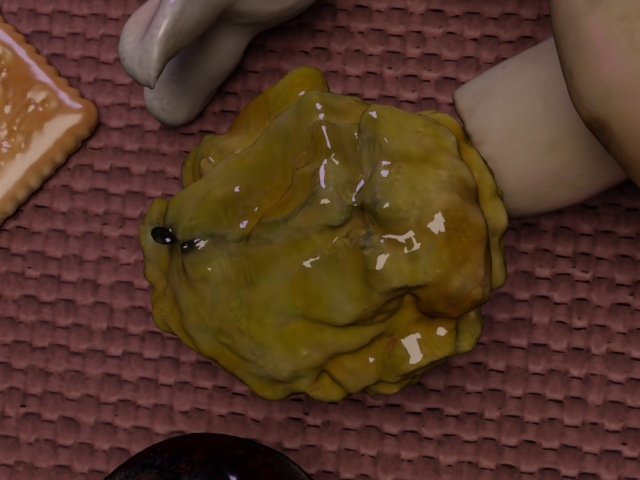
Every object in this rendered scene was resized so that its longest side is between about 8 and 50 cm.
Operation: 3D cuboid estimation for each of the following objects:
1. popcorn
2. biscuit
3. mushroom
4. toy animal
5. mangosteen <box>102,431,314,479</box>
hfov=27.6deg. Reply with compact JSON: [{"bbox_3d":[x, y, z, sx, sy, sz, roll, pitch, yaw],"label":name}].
[{"bbox_3d":[0.000,0.000,0.983,0.286,0.215,0.252,-21,77,22],"label":"popcorn"},{"bbox_3d":[-0.327,-0.134,1.147,0.160,0.030,0.249,-45,77,-3],"label":"biscuit"},{"bbox_3d":[0.263,-0.153,0.922,0.353,0.325,0.353,0,85,3],"label":"mushroom"},{"bbox_3d":[-0.019,-0.251,1.050,0.367,0.196,0.241,-40,78,-4],"label":"toy animal"},{"bbox_3d":[-0.083,0.242,0.947,0.216,0.216,0.216,-2,78,7],"label":"mangosteen"}]
